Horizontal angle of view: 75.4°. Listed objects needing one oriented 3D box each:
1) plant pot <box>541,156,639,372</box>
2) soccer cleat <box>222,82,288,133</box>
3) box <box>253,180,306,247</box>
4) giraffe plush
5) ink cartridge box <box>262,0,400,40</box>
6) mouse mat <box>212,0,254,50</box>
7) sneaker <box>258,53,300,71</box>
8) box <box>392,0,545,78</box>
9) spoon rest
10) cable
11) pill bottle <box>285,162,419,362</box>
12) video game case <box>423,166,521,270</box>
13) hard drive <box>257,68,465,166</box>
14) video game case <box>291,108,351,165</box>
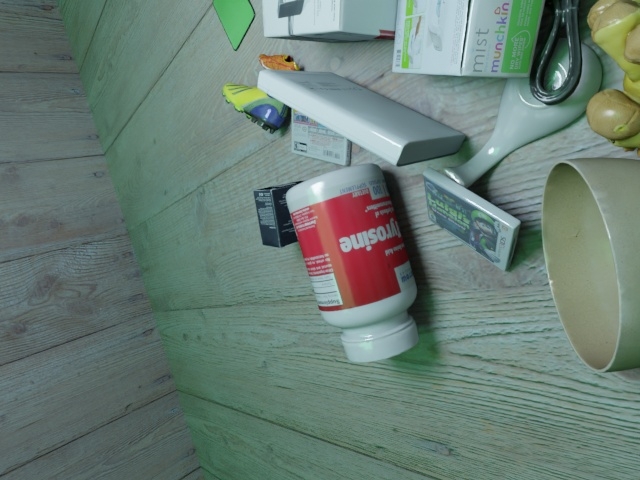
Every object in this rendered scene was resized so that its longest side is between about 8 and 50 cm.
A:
[{"bbox_3d":[0.432,0.021,0.541,0.190,0.284,0.284,-8,100,15],"label":"plant pot"},{"bbox_3d":[-0.187,-0.412,1.212,0.289,0.093,0.121,41,101,37],"label":"soccer cleat"},{"bbox_3d":[-0.088,-0.076,1.147,0.093,0.156,0.158,5,108,48],"label":"box"},{"bbox_3d":[0.427,-0.199,0.541,0.210,0.181,0.171,19,136,5],"label":"giraffe plush"},{"bbox_3d":[0.033,-0.457,0.813,0.273,0.197,0.114,31,126,48],"label":"ink cartridge box"},{"bbox_3d":[-0.261,-0.691,1.235,0.152,0.007,0.190,-34,79,49],"label":"mouse mat"},{"bbox_3d":[-0.109,-0.469,1.115,0.067,0.064,0.175,-50,52,5],"label":"sneaker"},{"bbox_3d":[0.219,-0.392,0.635,0.231,0.126,0.262,-128,36,-63],"label":"box"},{"bbox_3d":[0.330,-0.204,0.701,0.137,0.084,0.276,53,123,20],"label":"spoon rest"},{"bbox_3d":[0.356,-0.348,0.599,0.139,0.072,0.287,-10,92,36],"label":"cable"},{"bbox_3d":[0.083,0.051,0.944,0.229,0.229,0.408,-15,92,50],"label":"pill bottle"},{"bbox_3d":[0.275,-0.037,0.774,0.190,0.022,0.173,41,171,32],"label":"video game case"},{"bbox_3d":[0.077,-0.253,0.813,0.353,0.233,0.047,37,127,29],"label":"hard drive"},{"bbox_3d":[-0.001,-0.307,1.067,0.212,0.023,0.193,24,121,43],"label":"video game case"}]
